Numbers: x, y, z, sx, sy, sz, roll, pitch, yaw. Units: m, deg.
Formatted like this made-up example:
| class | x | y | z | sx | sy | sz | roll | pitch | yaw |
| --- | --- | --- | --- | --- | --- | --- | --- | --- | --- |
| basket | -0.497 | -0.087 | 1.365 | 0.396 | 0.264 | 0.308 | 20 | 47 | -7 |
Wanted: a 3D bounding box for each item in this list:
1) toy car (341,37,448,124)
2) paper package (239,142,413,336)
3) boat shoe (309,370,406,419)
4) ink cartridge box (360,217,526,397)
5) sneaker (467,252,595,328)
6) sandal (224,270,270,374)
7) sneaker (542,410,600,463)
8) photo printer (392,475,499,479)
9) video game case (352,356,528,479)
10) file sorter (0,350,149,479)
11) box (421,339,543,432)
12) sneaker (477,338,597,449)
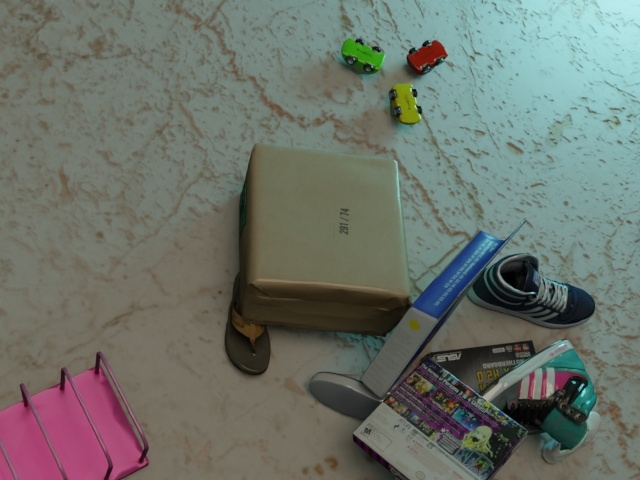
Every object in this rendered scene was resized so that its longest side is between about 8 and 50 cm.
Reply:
| class | x | y | z | sx | sy | sz | roll | pitch | yaw |
| --- | --- | --- | --- | --- | --- | --- | --- | --- | --- |
| toy car | 0.147 | -0.377 | 2.118 | 0.225 | 0.053 | 0.239 | 25 | 64 | -3 |
| paper package | 0.000 | 0.000 | 1.830 | 0.309 | 0.168 | 0.325 | 7 | 56 | -13 |
| boat shoe | 0.109 | 0.288 | 1.815 | 0.258 | 0.095 | 0.084 | 17 | 46 | 2 |
| ink cartridge box | 0.221 | 0.106 | 1.748 | 0.072 | 0.307 | 0.303 | 38 | 41 | 12 |
| sneaker | 0.455 | 0.103 | 1.946 | 0.282 | 0.153 | 0.099 | 11 | 67 | -10 |
| sandal | -0.131 | 0.147 | 1.826 | 0.090 | 0.060 | 0.219 | 9 | 66 | -11 |
| sneaker | 0.510 | 0.389 | 1.897 | 0.152 | 0.061 | 0.054 | -33 | 78 | -25 |
| photo printer | 0.266 | 0.516 | 1.692 | 0.307 | 0.107 | 0.256 | 16 | 23 | -7 |
| video game case | 0.210 | 0.345 | 1.687 | 0.232 | 0.042 | 0.210 | 35 | 63 | 25 |
| file sorter | -0.456 | 0.339 | 1.595 | 0.290 | 0.182 | 0.202 | -25 | 76 | -22 |
| box | 0.328 | 0.301 | 1.886 | 0.231 | 0.056 | 0.183 | -4 | 69 | -16 |
| sneaker | 0.409 | 0.326 | 1.805 | 0.295 | 0.124 | 0.178 | -27 | 68 | -23 |
